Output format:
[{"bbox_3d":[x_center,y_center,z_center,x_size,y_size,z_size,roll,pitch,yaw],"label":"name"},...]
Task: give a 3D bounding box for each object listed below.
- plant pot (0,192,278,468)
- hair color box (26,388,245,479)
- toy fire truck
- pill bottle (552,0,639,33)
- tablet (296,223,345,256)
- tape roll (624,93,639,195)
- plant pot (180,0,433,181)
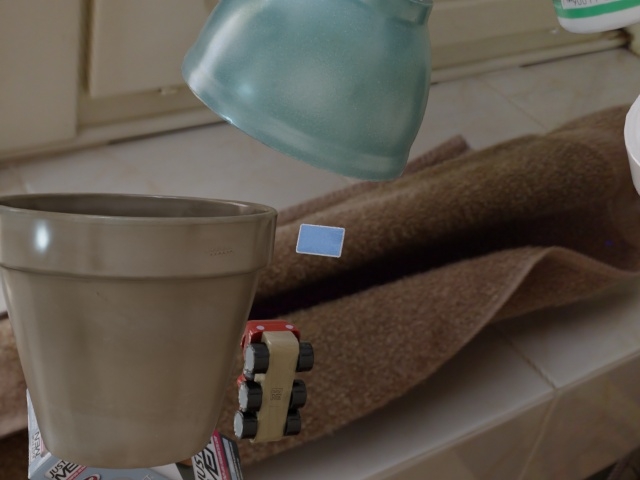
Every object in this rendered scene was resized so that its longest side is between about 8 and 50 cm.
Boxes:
[{"bbox_3d":[-0.213,0.094,1.080,0.323,0.323,0.280,11,101,55],"label":"plant pot"},{"bbox_3d":[-0.280,0.345,1.508,0.113,0.374,0.185,-42,36,13],"label":"hair color box"},{"bbox_3d":[-0.102,0.236,1.829,0.246,0.158,0.217,-132,47,-57],"label":"toy fire truck"},{"bbox_3d":[0.297,-0.414,0.966,0.204,0.204,0.361,8,123,56],"label":"pill bottle"},{"bbox_3d":[0.000,0.000,1.702,0.083,0.006,0.054,6,76,16],"label":"tablet"},{"bbox_3d":[0.623,-0.156,1.479,0.286,0.286,0.100,38,166,44],"label":"tape roll"},{"bbox_3d":[0.011,-0.230,1.100,0.293,0.293,0.196,46,119,37],"label":"plant pot"}]
